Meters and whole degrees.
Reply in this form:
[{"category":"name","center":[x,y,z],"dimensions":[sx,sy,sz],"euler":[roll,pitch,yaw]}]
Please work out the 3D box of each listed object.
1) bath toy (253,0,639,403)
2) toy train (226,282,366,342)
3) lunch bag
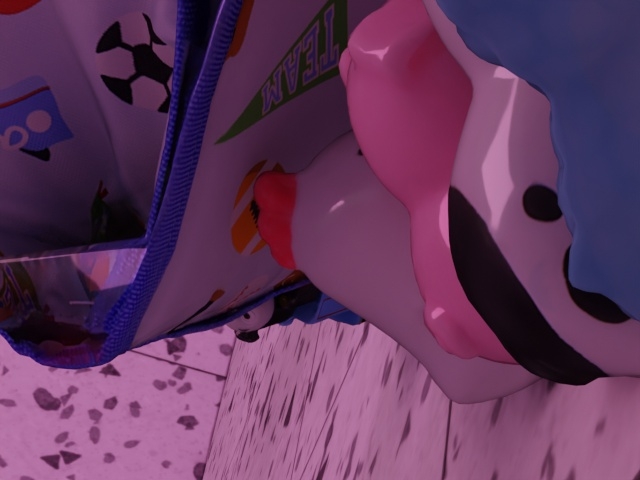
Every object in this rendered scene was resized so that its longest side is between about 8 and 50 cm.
[{"category":"bath toy","center":[0.054,-0.030,0.499],"dimensions":[0.348,0.129,0.151],"euler":[128,158,-79]},{"category":"toy train","center":[0.000,0.000,0.951],"dimensions":[0.184,0.080,0.105],"euler":[-18,-53,-58]},{"category":"lunch bag","center":[-0.044,-0.165,0.723],"dimensions":[0.328,0.239,0.385],"euler":[-21,-76,-57]}]
